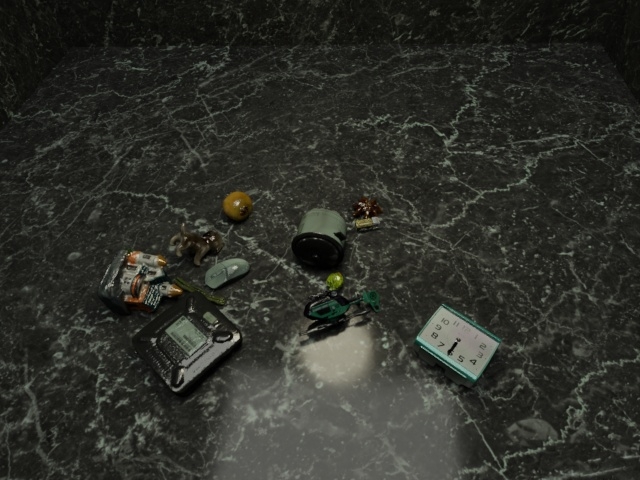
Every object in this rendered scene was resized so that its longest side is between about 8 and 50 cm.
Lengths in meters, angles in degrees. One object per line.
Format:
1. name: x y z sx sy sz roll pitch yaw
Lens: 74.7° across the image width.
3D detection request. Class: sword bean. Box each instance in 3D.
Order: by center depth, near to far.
1. sword bean: -0.544 0.230 1.881 0.269 0.038 0.043 20 66 17

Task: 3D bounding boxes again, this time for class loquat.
1. loquat: -0.417 -0.174 2.116 0.163 0.137 0.163 1 36 -1

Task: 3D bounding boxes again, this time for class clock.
1. clock: 0.524 0.411 1.634 0.262 0.116 0.231 33 57 24

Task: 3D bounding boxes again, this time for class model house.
1. model house: -0.754 0.184 1.835 0.300 0.190 0.271 7 52 8

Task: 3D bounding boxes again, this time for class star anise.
1. star anise: 0.236 -0.165 2.116 0.167 0.057 0.168 -2 53 3

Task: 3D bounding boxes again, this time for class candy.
1. candy: 0.046 0.257 1.810 0.073 0.077 0.262 16 62 -3

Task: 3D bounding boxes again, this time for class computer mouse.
1. computer mouse: -0.434 0.144 1.919 0.229 0.068 0.113 -25 54 -15

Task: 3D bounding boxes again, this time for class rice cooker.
1. rice cooker: 0.000 0.000 1.897 0.280 0.241 0.227 -20 38 35

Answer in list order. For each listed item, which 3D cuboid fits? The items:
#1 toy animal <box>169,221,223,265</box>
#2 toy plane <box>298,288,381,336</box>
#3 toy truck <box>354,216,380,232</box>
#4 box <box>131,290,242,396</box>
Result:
1. toy animal: -0.582 0.016 1.970 0.169 0.233 0.121 -56 47 13
2. toy plane: 0.075 0.274 1.738 0.381 0.106 0.155 -16 87 -21
3. toy truck: 0.229 -0.080 2.047 0.123 0.063 0.052 -9 52 -3
4. box: -0.546 0.406 1.714 0.359 0.091 0.350 35 63 24
